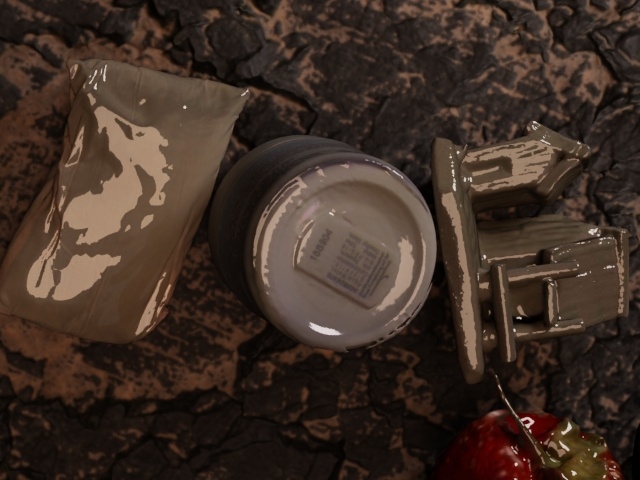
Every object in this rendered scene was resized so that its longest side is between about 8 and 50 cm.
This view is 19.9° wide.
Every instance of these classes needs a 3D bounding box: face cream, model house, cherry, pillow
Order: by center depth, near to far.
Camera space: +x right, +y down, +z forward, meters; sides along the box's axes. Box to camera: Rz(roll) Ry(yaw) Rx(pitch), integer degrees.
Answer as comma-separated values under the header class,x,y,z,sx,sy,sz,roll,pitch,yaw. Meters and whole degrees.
class,x,y,z,sx,sy,sz,roll,pitch,yaw
face cream,0.000,0.000,1.624,0.177,0.153,0.177,-3,102,-17
pillow,-0.188,-0.039,1.650,0.173,0.067,0.270,19,93,-15
model house,0.193,0.005,1.681,0.188,0.122,0.229,-9,94,-9
cherry,0.175,0.269,1.681,0.192,0.175,0.250,40,108,13

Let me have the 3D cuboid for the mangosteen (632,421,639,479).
class,x,y,z,sx,sy,sz,roll,pitch,yaw
mangosteen,0.422,0.233,1.653,0.297,0.297,0.293,11,94,-9
